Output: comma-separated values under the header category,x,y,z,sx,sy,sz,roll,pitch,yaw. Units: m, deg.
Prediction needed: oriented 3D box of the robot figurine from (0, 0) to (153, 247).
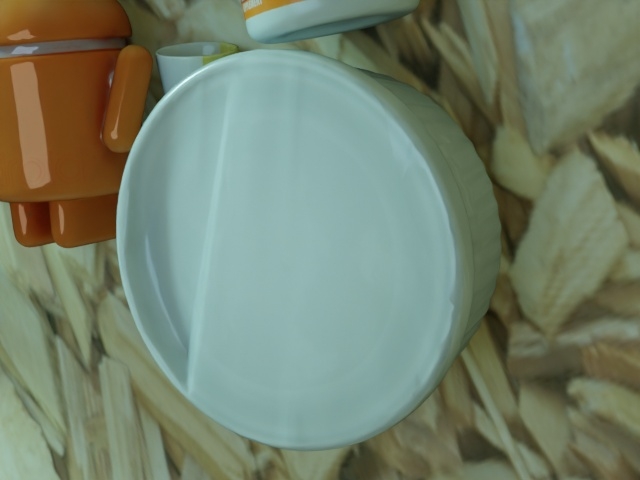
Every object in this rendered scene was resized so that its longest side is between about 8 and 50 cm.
category,x,y,z,sx,sy,sz,roll,pitch,yaw
robot figurine,-0.200,-0.106,1.051,0.158,0.128,0.220,-162,66,-73

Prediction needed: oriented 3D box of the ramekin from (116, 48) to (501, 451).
category,x,y,z,sx,sy,sz,roll,pitch,yaw
ramekin,0.000,0.000,0.948,0.272,0.127,0.273,6,102,30

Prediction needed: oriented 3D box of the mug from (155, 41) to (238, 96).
category,x,y,z,sx,sy,sz,roll,pitch,yaw
mug,-0.085,-0.111,1.021,0.078,0.062,0.064,11,112,36

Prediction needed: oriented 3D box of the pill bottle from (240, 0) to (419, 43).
category,x,y,z,sx,sy,sz,roll,pitch,yaw
pill bottle,-0.010,-0.251,0.913,0.121,0.121,0.221,-9,94,32
